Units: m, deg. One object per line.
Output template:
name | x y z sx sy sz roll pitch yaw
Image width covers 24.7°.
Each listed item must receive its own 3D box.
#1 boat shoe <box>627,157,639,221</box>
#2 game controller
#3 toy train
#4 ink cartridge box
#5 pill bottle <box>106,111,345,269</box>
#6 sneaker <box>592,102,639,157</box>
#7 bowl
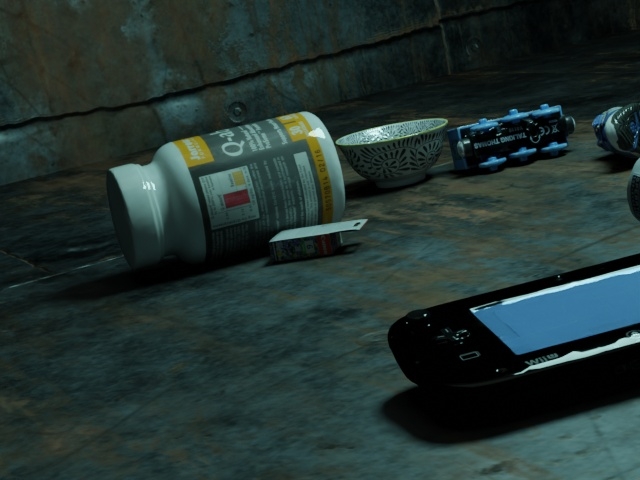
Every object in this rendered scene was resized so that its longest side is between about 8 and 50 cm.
boat shoe | 0.448 -0.092 1.457 0.306 0.113 0.105 -21 20 -29
game controller | 0.217 0.063 1.146 0.319 0.067 0.166 -14 11 -11
toy train | 0.279 -0.152 2.149 0.184 0.080 0.105 -14 5 -13
ink cartridge box | 0.000 0.000 1.785 0.115 0.029 0.063 -8 11 14
pill bottle | -0.122 -0.060 1.866 0.278 0.162 0.162 -15 11 -17
sneaker | 0.413 -0.144 2.000 0.081 0.080 0.211 -14 0 23
bowl | 0.112 -0.124 2.164 0.170 0.080 0.170 -11 10 2
